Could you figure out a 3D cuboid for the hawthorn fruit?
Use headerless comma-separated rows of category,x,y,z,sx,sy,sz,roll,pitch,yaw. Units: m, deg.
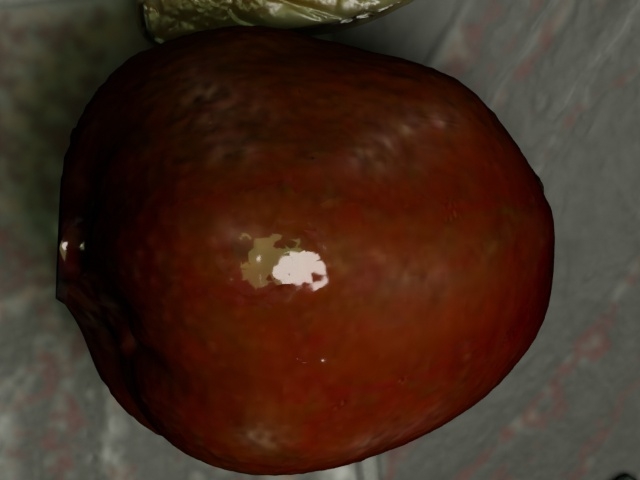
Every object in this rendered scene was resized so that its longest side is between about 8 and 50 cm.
hawthorn fruit,-0.011,0.010,1.005,0.311,0.295,0.295,11,104,0

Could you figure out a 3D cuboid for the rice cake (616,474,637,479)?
rice cake,0.189,0.268,1.231,0.033,0.033,0.207,26,102,-2

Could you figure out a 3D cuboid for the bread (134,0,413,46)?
bread,-0.015,-0.168,1.075,0.214,0.053,0.073,-13,104,0
